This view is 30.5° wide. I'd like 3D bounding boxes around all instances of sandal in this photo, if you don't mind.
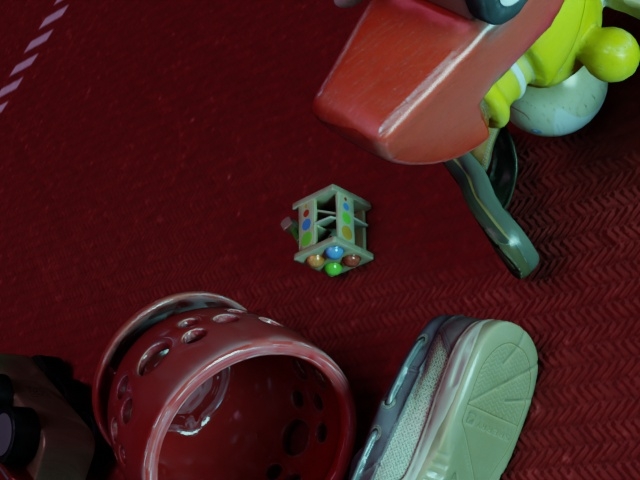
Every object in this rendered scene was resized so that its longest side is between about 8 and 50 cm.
[{"bbox_3d":[0.130,-0.065,0.936,0.060,0.090,0.219,-33,46,11],"label":"sandal"}]

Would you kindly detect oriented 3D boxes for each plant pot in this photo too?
[{"bbox_3d":[-0.093,0.143,0.986,0.174,0.191,0.191,28,92,53],"label":"plant pot"}]

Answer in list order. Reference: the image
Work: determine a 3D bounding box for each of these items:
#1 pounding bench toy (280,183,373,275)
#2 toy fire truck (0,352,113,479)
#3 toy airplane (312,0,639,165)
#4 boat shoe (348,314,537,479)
[{"bbox_3d":[0.000,0.000,1.064,0.083,0.052,0.065,-24,55,38],"label":"pounding bench toy"},{"bbox_3d":[-0.356,0.261,1.258,0.217,0.159,0.246,33,107,49],"label":"toy fire truck"},{"bbox_3d":[0.179,-0.202,0.852,0.385,0.272,0.386,-8,48,3],"label":"toy airplane"},{"bbox_3d":[0.065,0.185,0.867,0.092,0.103,0.285,14,78,55],"label":"boat shoe"}]
